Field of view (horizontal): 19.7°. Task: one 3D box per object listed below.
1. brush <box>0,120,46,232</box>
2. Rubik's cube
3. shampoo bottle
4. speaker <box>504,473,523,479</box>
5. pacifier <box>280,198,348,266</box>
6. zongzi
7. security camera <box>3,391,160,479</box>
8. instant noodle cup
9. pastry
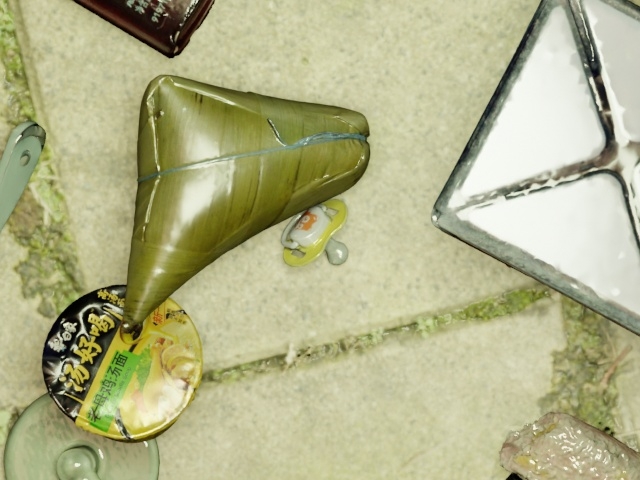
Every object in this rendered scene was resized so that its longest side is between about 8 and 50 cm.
[{"bbox_3d":[-0.355,0.013,1.834,0.060,0.068,0.296,23,89,26],"label":"brush"},{"bbox_3d":[0.265,-0.068,1.676,0.255,0.259,0.260,28,95,2],"label":"Rubik's cube"},{"bbox_3d":[-0.250,-0.310,1.801,0.323,0.084,0.129,30,91,5],"label":"shampoo bottle"},{"bbox_3d":[0.241,0.331,1.792,0.218,0.044,0.082,44,94,2],"label":"speaker"},{"bbox_3d":[0.000,0.000,1.808,0.064,0.068,0.083,46,73,-30],"label":"pacifier"},{"bbox_3d":[-0.069,-0.021,1.740,0.228,0.115,0.256,9,77,-14],"label":"zongzi"},{"bbox_3d":[-0.202,0.283,1.816,0.157,0.080,0.301,-34,86,5],"label":"security camera"},{"bbox_3d":[-0.185,0.127,1.772,0.151,0.122,0.151,0,75,-1],"label":"instant noodle cup"},{"bbox_3d":[0.297,0.256,1.756,0.265,0.103,0.112,44,101,0],"label":"pastry"}]
